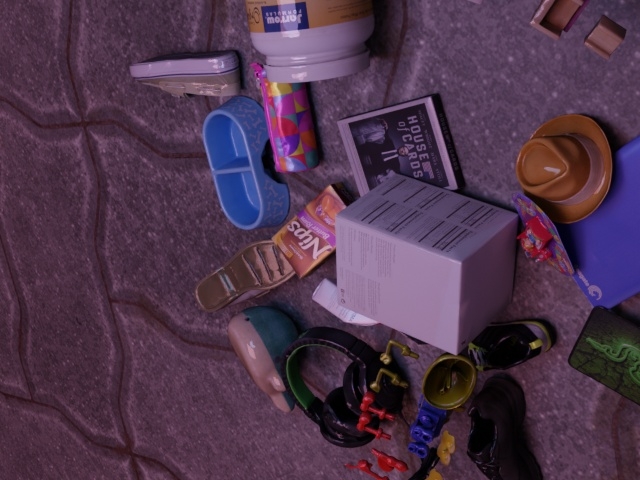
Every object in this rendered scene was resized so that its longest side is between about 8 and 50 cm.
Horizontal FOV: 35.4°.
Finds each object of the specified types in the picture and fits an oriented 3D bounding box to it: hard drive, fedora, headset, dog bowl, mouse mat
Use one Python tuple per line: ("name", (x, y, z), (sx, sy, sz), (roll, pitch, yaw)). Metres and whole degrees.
("hard drive", (0.509, -0.039, 1.607), (0.210, 0.040, 0.319), (57, 136, 8))
("fedora", (0.380, -0.119, 1.629), (0.194, 0.079, 0.194), (-5, 84, 54))
("headset", (0.079, 0.353, 2.088), (0.394, 0.185, 0.243), (36, 132, 5))
("dog bowl", (-0.167, -0.159, 2.167), (0.166, 0.074, 0.297), (-2, 108, 44))
("mouse mat", (0.524, 0.206, 1.700), (0.190, 0.007, 0.152), (29, 132, 19))

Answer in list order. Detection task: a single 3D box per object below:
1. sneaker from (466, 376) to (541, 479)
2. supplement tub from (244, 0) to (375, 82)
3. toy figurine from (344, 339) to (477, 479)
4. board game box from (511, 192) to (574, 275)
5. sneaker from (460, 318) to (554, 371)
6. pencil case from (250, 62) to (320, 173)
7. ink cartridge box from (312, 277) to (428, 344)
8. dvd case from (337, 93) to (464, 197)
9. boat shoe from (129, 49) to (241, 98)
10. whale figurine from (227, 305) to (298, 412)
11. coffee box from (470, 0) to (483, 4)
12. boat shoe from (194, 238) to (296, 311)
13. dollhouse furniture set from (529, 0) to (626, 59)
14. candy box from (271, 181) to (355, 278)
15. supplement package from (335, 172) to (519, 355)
("sneaker", (0.335, 0.410, 1.914), (0.109, 0.130, 0.286), (-6, 106, 42))
("supplement tub", (-0.025, -0.454, 1.787), (0.228, 0.228, 0.316), (8, 113, 41))
("toy figurine", (0.198, 0.291, 1.923), (0.191, 0.217, 0.362), (20, 123, 12))
("board game box", (0.364, 0.000, 1.696), (0.168, 0.033, 0.133), (59, 173, -30))
("sneaker", (0.321, 0.198, 1.852), (0.235, 0.097, 0.084), (-27, 89, 46))
("pencil case", (-0.070, -0.251, 2.017), (0.104, 0.104, 0.236), (-1, 109, 44))
("ink cartridge box", (0.121, 0.156, 1.956), (0.232, 0.189, 0.066), (40, 104, 25))
("dvd case", (0.148, -0.167, 1.899), (0.239, 0.029, 0.179), (-9, 103, 46))
("boat shoe", (-0.299, -0.354, 2.181), (0.302, 0.109, 0.094), (6, 114, 39))
("whale figurine", (-0.104, 0.264, 2.279), (0.216, 0.141, 0.272), (44, 160, 53))
("coffee box", (0.235, -0.516, 1.567), (0.141, 0.098, 0.246), (18, 129, -7))
("boat shoe", (-0.143, 0.066, 2.227), (0.302, 0.103, 0.113), (-24, 87, 32))
("dollhouse furniture set", (0.508, -0.369, 1.401), (0.303, 0.198, 0.286), (32, 127, 1))
("candy box", (0.000, -0.019, 2.052), (0.187, 0.053, 0.109), (-42, 78, 28))
("supplement package", (0.189, 0.036, 1.809), (0.263, 0.198, 0.199), (22, 129, 32))
